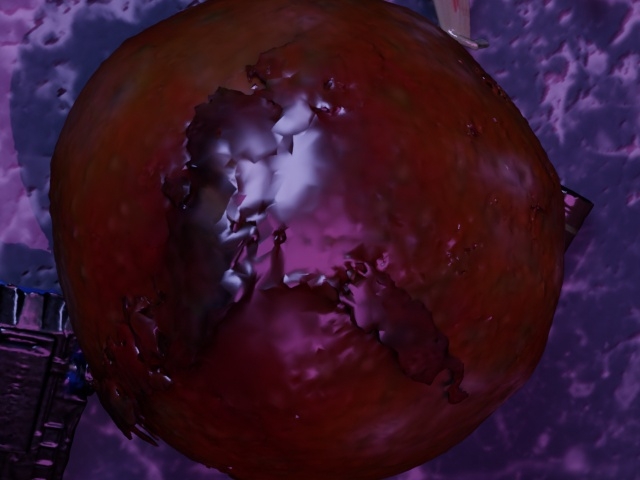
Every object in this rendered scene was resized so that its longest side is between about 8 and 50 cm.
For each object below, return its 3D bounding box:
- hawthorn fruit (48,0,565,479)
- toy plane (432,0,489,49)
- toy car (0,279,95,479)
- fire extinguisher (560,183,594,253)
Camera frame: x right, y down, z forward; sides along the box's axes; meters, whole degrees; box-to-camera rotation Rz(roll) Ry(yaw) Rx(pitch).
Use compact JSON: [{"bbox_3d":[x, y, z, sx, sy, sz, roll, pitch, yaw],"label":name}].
[{"bbox_3d":[-0.015,-0.008,0.831,0.316,0.316,0.315,-5,107,-15],"label":"hawthorn fruit"},{"bbox_3d":[0.092,-0.239,0.892,0.244,0.092,0.229,19,102,-20],"label":"toy plane"},{"bbox_3d":[-0.203,0.125,0.932,0.103,0.063,0.216,11,109,-18],"label":"toy car"},{"bbox_3d":[0.126,0.031,1.009,0.064,0.043,0.158,32,96,8],"label":"fire extinguisher"}]
